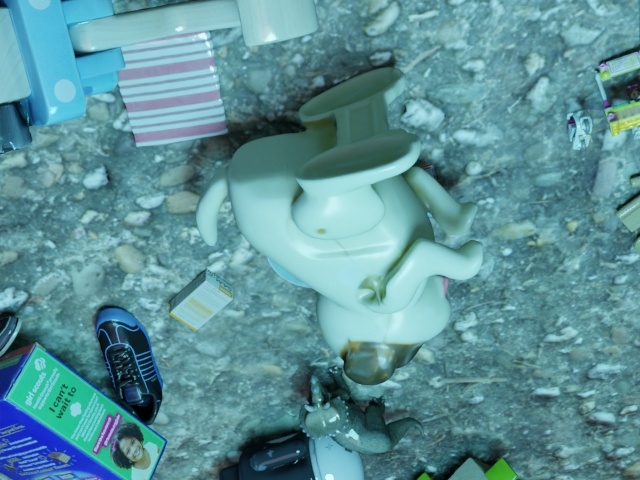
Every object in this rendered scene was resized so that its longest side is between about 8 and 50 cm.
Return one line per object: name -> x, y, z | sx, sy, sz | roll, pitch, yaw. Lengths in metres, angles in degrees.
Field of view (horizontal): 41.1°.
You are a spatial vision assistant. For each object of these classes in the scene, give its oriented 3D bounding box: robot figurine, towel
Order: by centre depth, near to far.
towel -> -0.218, -0.229, 1.236 | 0.144, 0.029, 0.197 | -7, 128, 0
robot figurine -> -0.054, 0.463, 1.654 | 0.278, 0.209, 0.173 | -18, 88, 8

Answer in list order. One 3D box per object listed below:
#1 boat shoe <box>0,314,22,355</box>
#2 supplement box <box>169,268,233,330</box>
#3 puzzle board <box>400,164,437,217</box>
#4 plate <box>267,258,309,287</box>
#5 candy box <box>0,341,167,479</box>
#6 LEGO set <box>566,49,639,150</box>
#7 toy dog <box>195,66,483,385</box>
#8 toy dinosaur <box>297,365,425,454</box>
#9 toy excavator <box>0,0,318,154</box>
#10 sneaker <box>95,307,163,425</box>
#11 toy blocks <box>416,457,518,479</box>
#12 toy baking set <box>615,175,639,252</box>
boat shoe -> -0.597, 0.180, 1.456 | 0.206, 0.075, 0.065 | -31, 125, 21
supplement box -> -0.205, 0.102, 1.462 | 0.098, 0.036, 0.062 | -40, 119, 21
puzzle board -> 0.134, -0.064, 1.396 | 0.128, 0.011, 0.096 | -18, 125, 6
plate -> 0.000, 0.000, 1.420 | 0.188, 0.024, 0.188 | -3, 126, -5
candy box -> -0.481, 0.338, 1.502 | 0.268, 0.122, 0.317 | -20, 129, 36
LEGO set -> 0.516, -0.223, 1.292 | 0.287, 0.107, 0.132 | -10, 160, -5
toy dog -> 0.052, 0.024, 1.259 | 0.395, 0.284, 0.408 | -24, 122, 5
toy dinosaur -> 0.061, 0.338, 1.580 | 0.313, 0.160, 0.121 | 36, 115, -26
toy excavator -> -0.287, -0.263, 1.074 | 0.445, 0.433, 0.222 | -26, 113, -36
sneaker -> -0.334, 0.226, 1.503 | 0.081, 0.090, 0.232 | -15, 125, 5
toy blocks -> 0.300, 0.612, 1.793 | 0.381, 0.191, 0.261 | -47, 139, 8
toy baking set -> 0.627, -0.062, 1.440 | 0.256, 0.030, 0.197 | -19, 128, 8
